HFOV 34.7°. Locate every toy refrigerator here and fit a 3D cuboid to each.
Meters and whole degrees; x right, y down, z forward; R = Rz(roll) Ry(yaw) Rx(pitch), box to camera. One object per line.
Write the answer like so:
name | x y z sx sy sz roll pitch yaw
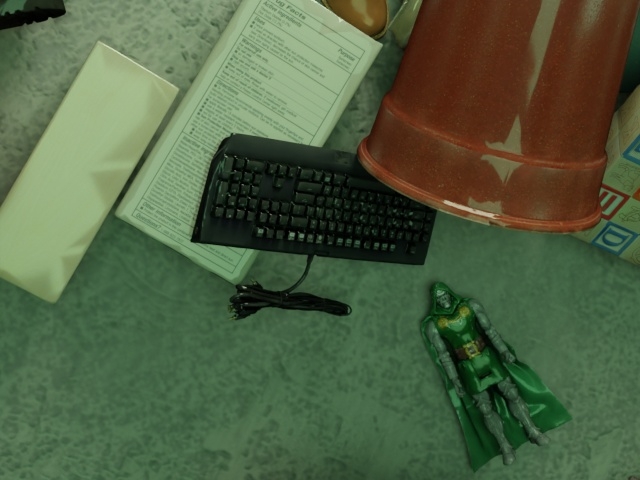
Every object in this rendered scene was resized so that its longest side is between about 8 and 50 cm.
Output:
toy refrigerator | -0.270 -0.076 1.126 0.102 0.094 0.269 30 90 -16

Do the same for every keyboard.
keyboard | 0.000 0.000 1.123 0.317 0.033 0.201 6 105 -38

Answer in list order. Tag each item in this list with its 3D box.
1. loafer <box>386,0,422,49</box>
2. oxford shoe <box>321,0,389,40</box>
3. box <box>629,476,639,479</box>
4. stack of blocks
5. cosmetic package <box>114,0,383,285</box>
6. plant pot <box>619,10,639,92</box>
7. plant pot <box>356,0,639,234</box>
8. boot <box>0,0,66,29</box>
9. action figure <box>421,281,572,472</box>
loafer | 0.132 -0.348 1.167 0.092 0.102 0.268 24 92 0
oxford shoe | 0.024 -0.327 1.162 0.076 0.076 0.212 -25 99 -8
box | 0.486 0.406 1.252 0.257 0.128 0.122 26 90 -9
stack of blocks | 0.416 -0.101 1.139 0.171 0.087 0.297 22 133 -9
cosmetic package | -0.083 -0.122 1.140 0.160 0.113 0.309 32 88 -10
plant pot | 0.385 -0.321 1.155 0.290 0.195 0.290 0 93 -9
plant pot | 0.198 -0.183 1.059 0.273 0.272 0.265 9 113 -9
boot | -0.450 -0.334 1.061 0.348 0.131 0.260 -14 98 -12
action figure | 0.191 0.152 1.227 0.137 0.063 0.232 -30 94 -2
